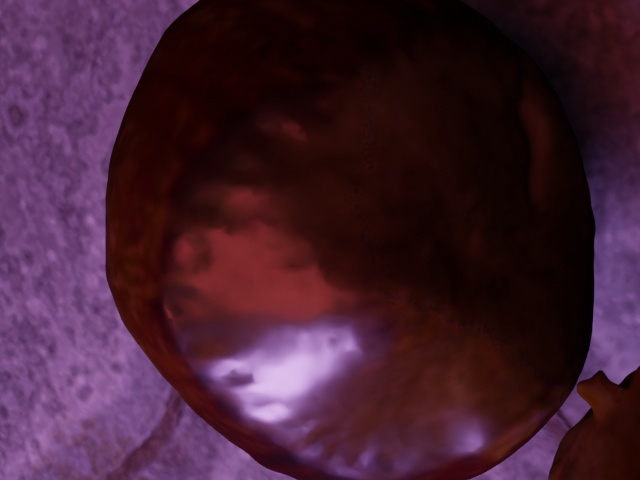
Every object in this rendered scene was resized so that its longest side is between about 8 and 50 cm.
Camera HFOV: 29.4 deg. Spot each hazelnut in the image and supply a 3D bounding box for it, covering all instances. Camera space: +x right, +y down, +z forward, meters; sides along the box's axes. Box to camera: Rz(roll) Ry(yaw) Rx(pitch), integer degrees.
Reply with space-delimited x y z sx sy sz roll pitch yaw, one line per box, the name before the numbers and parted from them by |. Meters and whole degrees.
hazelnut | 0.000 0.000 0.533 0.218 0.218 0.234 -9 100 28

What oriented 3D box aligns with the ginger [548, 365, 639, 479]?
ginger | 0.264 0.176 0.490 0.274 0.152 0.357 -24 97 3
